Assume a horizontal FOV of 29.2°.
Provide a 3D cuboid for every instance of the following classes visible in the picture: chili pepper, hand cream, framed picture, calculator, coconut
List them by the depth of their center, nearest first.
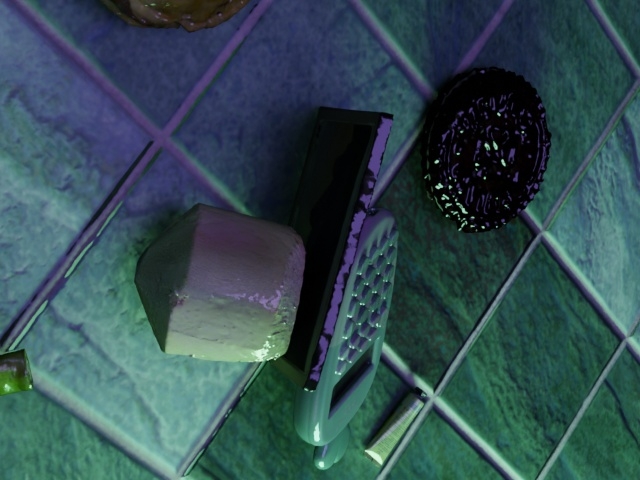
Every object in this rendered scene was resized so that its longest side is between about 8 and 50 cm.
[{"bbox_3d":[-0.342,0.133,1.044,0.201,0.052,0.050,-16,80,-29],"label":"chili pepper"},{"bbox_3d":[-0.097,0.041,1.147,0.152,0.147,0.147,10,96,-9],"label":"coconut"},{"bbox_3d":[-0.001,0.000,1.193,0.018,0.192,0.266,15,91,-19],"label":"framed picture"},{"bbox_3d":[0.027,0.106,1.274,0.185,0.041,0.299,-41,145,-59],"label":"calculator"},{"bbox_3d":[0.088,0.214,1.423,0.102,0.022,0.035,-52,127,-9],"label":"hand cream"}]

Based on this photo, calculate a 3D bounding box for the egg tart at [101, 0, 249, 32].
[{"bbox_3d":[-0.115,-0.297,1.077,0.241,0.106,0.241,-12,108,-42],"label":"egg tart"}]

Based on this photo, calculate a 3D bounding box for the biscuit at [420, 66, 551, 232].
[{"bbox_3d":[0.189,-0.104,1.397,0.194,0.053,0.195,-10,107,-36],"label":"biscuit"}]
